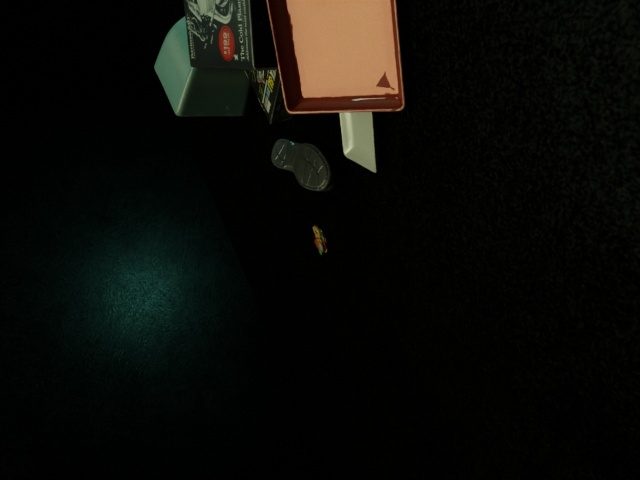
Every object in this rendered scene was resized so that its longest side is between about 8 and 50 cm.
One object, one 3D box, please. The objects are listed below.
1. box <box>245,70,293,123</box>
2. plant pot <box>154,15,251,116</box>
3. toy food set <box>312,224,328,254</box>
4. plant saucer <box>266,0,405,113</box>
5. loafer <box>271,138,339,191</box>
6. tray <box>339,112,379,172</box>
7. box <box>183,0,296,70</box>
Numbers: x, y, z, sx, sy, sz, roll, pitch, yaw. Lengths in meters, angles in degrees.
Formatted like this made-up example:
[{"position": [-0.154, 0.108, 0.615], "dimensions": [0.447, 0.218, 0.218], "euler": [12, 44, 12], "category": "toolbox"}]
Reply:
[{"position": [-0.130, -0.505, 1.427], "dimensions": [0.257, 0.079, 0.322], "euler": [63, 159, 16], "category": "box"}, {"position": [-0.358, -0.575, 1.742], "dimensions": [0.247, 0.247, 0.252], "euler": [61, 142, 25], "category": "plant pot"}, {"position": [0.000, 0.000, 1.634], "dimensions": [0.082, 0.020, 0.083], "euler": [57, 156, 33], "category": "toy food set"}, {"position": [0.033, -0.368, 1.004], "dimensions": [0.259, 0.048, 0.258], "euler": [6, 119, 30], "category": "plant saucer"}, {"position": [-0.025, -0.203, 1.447], "dimensions": [0.302, 0.095, 0.109], "euler": [37, 111, 51], "category": "loafer"}, {"position": [0.080, -0.287, 1.137], "dimensions": [0.145, 0.030, 0.270], "euler": [40, 144, 54], "category": "tray"}, {"position": [-0.152, -0.541, 1.150], "dimensions": [0.313, 0.179, 0.342], "euler": [24, 122, 51], "category": "box"}]
